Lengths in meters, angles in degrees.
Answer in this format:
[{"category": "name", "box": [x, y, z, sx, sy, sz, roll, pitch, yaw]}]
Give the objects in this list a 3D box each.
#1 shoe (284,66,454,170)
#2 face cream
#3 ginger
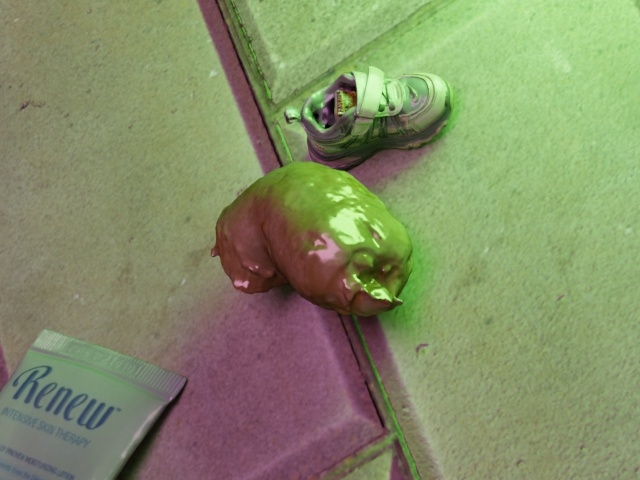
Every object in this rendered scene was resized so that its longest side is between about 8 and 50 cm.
[{"category": "shoe", "box": [0.049, -0.144, 1.834, 0.180, 0.092, 0.089, -19, 57, 24]}, {"category": "face cream", "box": [-0.333, 0.295, 1.863, 0.235, 0.137, 0.420, 14, 63, 39]}, {"category": "ginger", "box": [0.000, 0.000, 1.768, 0.267, 0.138, 0.152, 18, 91, 50]}]
